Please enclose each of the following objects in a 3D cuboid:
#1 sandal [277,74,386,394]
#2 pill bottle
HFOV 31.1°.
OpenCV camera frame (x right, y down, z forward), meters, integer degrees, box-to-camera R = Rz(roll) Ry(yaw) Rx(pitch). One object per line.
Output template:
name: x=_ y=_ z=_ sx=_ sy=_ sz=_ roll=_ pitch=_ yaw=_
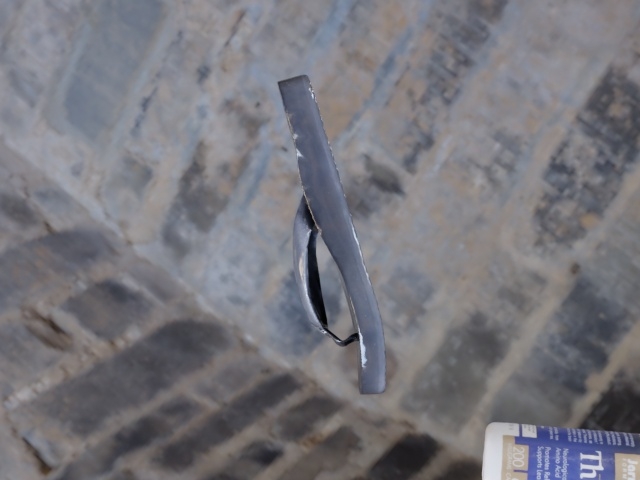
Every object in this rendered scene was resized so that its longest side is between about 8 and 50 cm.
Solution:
sandal: x=0.000 y=0.000 z=0.897 sx=0.054 sy=0.255 sz=0.097 roll=-16 pitch=172 yaw=-1
pill bottle: x=0.145 y=0.133 z=0.601 sx=0.067 sy=0.120 sz=0.067 roll=3 pitch=90 yaw=-82
